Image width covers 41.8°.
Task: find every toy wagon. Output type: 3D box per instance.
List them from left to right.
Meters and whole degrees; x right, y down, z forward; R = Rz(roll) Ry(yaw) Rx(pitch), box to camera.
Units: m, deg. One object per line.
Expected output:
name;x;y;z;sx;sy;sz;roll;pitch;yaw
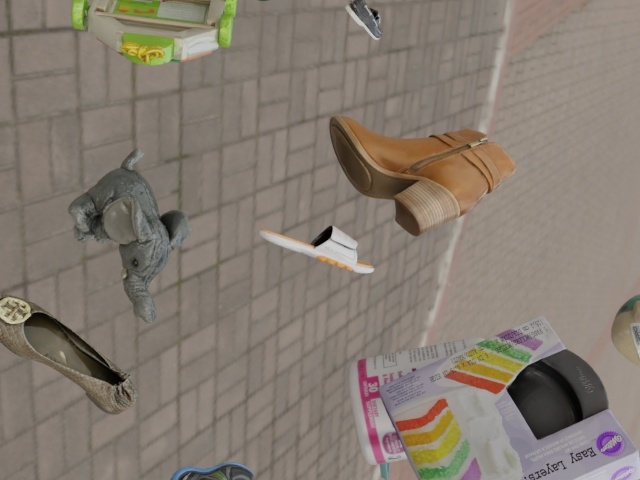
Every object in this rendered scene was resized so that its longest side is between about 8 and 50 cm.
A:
toy wagon;-0.284;-0.377;1.435;0.344;0.267;0.068;-91;-172;-50

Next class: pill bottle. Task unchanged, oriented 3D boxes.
pill bottle;0.193;0.236;1.267;0.160;0.283;0.160;-12;90;-84

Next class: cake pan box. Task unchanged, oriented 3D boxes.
cake pan box;0.239;0.242;1.084;0.246;0.266;0.070;-113;-179;-46

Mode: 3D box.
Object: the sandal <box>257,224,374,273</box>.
sandal;0.002;0.001;1.744;0.265;0.102;0.076;19;92;-18

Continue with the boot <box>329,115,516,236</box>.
boot;0.116;-0.101;0.982;0.152;0.197;0.073;-31;153;-20

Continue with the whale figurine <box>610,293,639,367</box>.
whale figurine;0.697;0.159;1.621;0.141;0.216;0.272;-60;-168;-30

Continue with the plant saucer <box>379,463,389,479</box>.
plant saucer;0.143;0.454;1.857;0.192;0.018;0.067;-63;146;-73

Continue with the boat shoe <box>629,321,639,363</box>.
boat shoe;0.565;0.177;1.404;0.219;0.070;0.078;29;49;-64

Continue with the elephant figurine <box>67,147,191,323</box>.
elephant figurine;-0.314;-0.009;1.472;0.169;0.239;0.186;-31;140;-33

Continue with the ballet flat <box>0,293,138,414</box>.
ballet flat;-0.359;0.156;1.182;0.250;0.058;0.084;42;41;-12

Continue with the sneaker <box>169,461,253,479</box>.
sneaker;-0.218;0.502;1.714;0.188;0.078;0.067;6;127;-41

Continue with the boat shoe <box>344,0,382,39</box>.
boat shoe;0.086;-0.393;1.479;0.038;0.046;0.125;-37;153;17
